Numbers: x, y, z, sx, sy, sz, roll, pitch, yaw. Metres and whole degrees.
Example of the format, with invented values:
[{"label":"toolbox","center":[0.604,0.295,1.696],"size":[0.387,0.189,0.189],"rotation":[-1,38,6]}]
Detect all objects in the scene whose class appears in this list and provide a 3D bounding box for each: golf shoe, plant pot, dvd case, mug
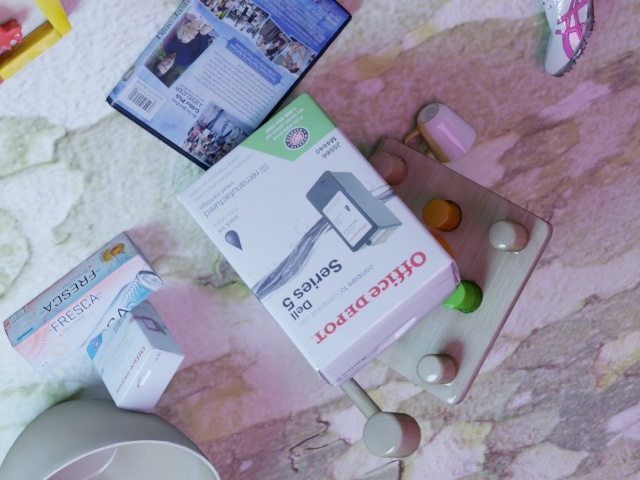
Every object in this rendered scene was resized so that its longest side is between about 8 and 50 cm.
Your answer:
[{"label":"golf shoe","center":[0.312,-0.299,1.569],"size":[0.085,0.067,0.186],"rotation":[15,120,-2]},{"label":"plant pot","center":[-0.282,0.305,1.515],"size":[0.284,0.191,0.284],"rotation":[-14,125,-22]},{"label":"dvd case","center":[-0.100,-0.209,1.405],"size":[0.253,0.022,0.180],"rotation":[-50,131,6]},{"label":"mug","center":[0.150,-0.136,1.573],"size":[0.078,0.062,0.064],"rotation":[-48,123,-3]}]

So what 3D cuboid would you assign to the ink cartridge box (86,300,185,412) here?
[{"label":"ink cartridge box","center":[-0.224,0.136,1.485],"size":[0.052,0.122,0.089],"rotation":[21,107,-37]}]

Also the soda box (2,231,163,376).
[{"label":"soda box","center":[-0.280,0.075,1.457],"size":[0.183,0.058,0.063],"rotation":[-37,130,-4]}]

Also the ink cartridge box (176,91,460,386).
[{"label":"ink cartridge box","center":[0.000,0.000,1.421],"size":[0.198,0.273,0.115],"rotation":[-39,161,-3]}]

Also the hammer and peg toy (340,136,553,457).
[{"label":"hammer and peg toy","center":[0.095,0.079,1.540],"size":[0.361,0.266,0.127],"rotation":[-62,154,9]}]

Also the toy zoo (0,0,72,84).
[{"label":"toy zoo","center":[-0.382,-0.223,1.225],"size":[0.293,0.030,0.192],"rotation":[-37,131,-4]}]
